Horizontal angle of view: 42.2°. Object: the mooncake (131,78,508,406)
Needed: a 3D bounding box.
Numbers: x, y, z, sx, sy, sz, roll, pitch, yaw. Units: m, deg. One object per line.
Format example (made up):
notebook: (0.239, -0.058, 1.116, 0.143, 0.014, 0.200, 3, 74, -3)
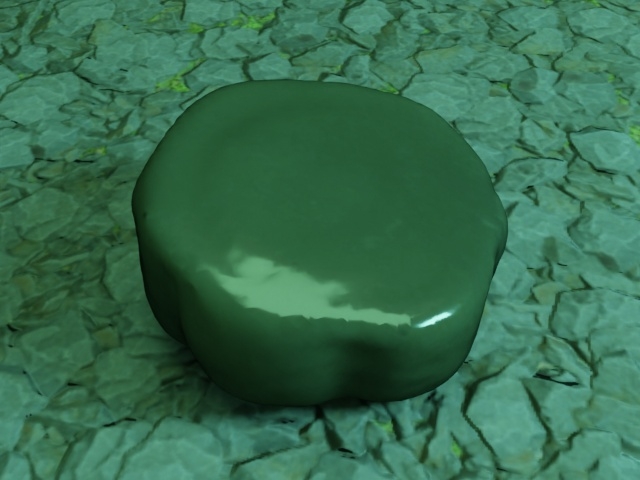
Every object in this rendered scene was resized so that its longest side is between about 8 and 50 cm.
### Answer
mooncake: (0.000, 0.000, 0.602, 0.274, 0.135, 0.275, 1, 47, -1)
